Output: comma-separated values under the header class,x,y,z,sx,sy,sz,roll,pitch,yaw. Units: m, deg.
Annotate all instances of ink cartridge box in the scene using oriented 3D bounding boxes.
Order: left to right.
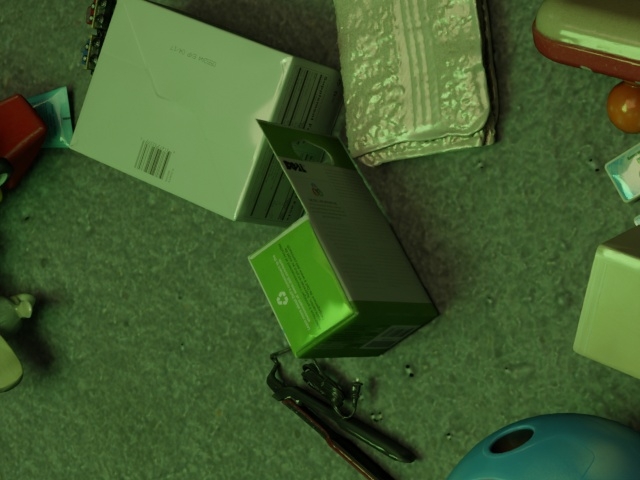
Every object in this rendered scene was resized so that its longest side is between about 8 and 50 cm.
class,x,y,z,sx,sy,sz,roll,pitch,yaw
ink cartridge box,0.000,0.000,1.861,0.097,0.189,0.255,-37,69,25

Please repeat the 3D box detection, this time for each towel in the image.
class,x,y,z,sx,sy,sz,roll,pitch,yaw
towel,0.104,-0.232,1.888,0.187,0.049,0.282,-10,85,28

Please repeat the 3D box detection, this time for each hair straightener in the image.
class,x,y,z,sx,sy,sz,roll,pitch,yaw
hair straightener,0.024,0.193,1.924,0.230,0.047,0.089,39,106,30

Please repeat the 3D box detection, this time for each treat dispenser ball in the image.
class,x,y,z,sx,sy,sz,roll,pitch,yaw
treat dispenser ball,0.249,0.316,1.643,0.288,0.288,0.288,-2,86,30

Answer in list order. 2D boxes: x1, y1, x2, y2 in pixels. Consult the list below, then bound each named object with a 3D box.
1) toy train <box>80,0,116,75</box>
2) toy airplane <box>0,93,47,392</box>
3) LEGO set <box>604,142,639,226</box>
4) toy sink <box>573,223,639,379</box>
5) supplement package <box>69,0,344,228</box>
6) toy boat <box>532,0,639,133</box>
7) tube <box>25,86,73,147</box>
class,x,y,z,sx,sy,sz,roll,pitch,yaw
toy train,-0.288,-0.293,2.132,0.036,0.027,0.158,10,92,33
toy airplane,-0.546,-0.001,2.122,0.385,0.272,0.386,2,81,6
LEGO set,0.432,-0.061,1.694,0.244,0.060,0.182,-32,76,24
toy sink,0.396,0.084,1.636,0.234,0.153,0.131,21,114,28
supplement package,-0.133,-0.154,1.968,0.262,0.145,0.204,24,98,29
toy boat,0.337,-0.182,1.725,0.231,0.151,0.151,20,127,30
tube,-0.421,-0.151,2.191,0.207,0.052,0.080,-7,98,25
